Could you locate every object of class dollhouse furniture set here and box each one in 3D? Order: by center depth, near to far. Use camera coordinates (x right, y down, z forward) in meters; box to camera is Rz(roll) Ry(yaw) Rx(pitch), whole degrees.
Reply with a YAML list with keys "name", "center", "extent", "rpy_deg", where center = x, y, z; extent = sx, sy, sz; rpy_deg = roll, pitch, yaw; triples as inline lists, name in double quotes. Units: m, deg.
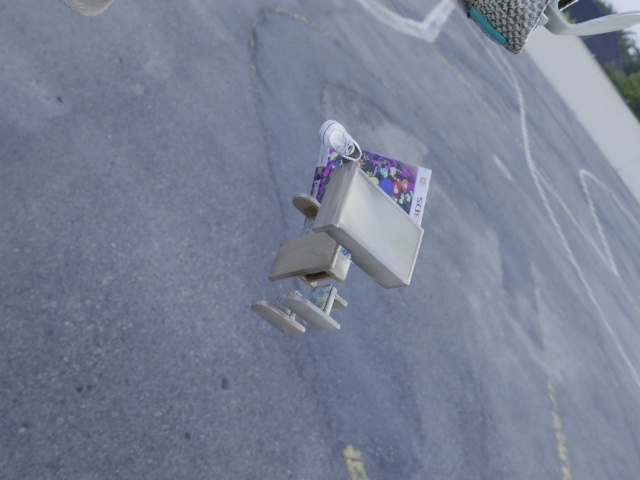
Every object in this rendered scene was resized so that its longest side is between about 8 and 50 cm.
- name: "dollhouse furniture set"
  center: [0.000, 0.000, 1.032]
  extent: [0.161, 0.242, 0.212]
  rpy_deg: [40, 54, -31]

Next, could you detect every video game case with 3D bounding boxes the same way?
- name: "video game case"
  center: [0.086, -0.056, 1.301]
  extent: [0.232, 0.210, 0.041]
  rpy_deg: [13, -2, -28]

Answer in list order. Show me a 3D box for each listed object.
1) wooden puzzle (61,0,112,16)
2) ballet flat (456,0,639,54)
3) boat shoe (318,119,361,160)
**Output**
- name: "wooden puzzle"
  center: [-0.324, -0.395, 0.718]
  extent: [0.322, 0.347, 0.081]
  rpy_deg: [38, 63, -22]
- name: "ballet flat"
  center: [0.406, -0.371, 0.906]
  extent: [0.182, 0.482, 0.164]
  rpy_deg: [58, -11, 12]
- name: "boat shoe"
  center: [0.029, -0.130, 0.934]
  extent: [0.035, 0.035, 0.100]
  rpy_deg: [37, 2, 25]
